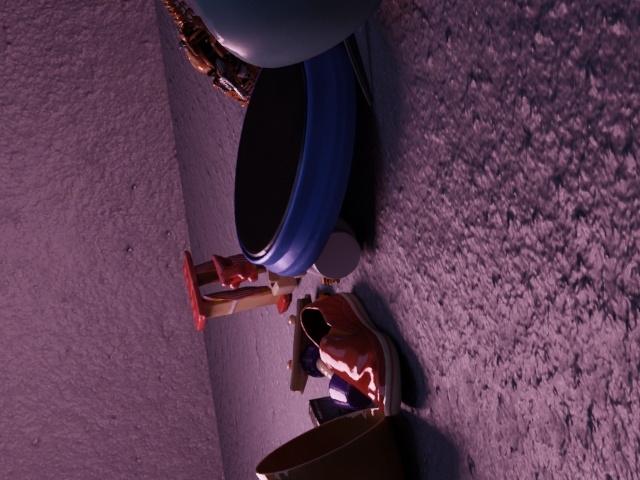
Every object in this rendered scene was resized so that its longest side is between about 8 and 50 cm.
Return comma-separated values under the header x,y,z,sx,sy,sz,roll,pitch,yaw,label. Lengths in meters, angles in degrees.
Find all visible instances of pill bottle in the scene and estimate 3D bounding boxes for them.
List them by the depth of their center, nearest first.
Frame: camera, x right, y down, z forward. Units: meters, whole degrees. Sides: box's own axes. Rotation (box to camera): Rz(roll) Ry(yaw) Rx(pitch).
x,y,z,sx,sy,sz,roll,pitch,yaw,label
0.000,0.000,2.109,0.180,0.108,0.107,-137,39,-67,pill bottle

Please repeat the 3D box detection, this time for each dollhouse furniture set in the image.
x,y,z,sx,sy,sz,roll,pitch,yaw,label
-0.158,0.048,2.572,0.374,0.201,0.152,116,141,-68,dollhouse furniture set

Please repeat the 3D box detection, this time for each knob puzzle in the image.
x,y,z,sx,sy,sz,roll,pitch,yaw,label
-0.040,0.197,2.420,0.213,0.030,0.213,3,-90,-81,knob puzzle

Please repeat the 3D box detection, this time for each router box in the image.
x,y,z,sx,sy,sz,roll,pitch,yaw,label
0.039,0.324,2.223,0.122,0.092,0.038,-117,21,-47,router box

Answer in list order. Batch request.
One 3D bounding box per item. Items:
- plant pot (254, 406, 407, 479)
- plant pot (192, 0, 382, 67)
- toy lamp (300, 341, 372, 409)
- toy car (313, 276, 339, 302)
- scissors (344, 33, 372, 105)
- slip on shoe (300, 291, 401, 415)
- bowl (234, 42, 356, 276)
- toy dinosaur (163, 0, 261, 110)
x,y,z,sx,sy,sz,roll,pitch,yaw,label
0.052,0.434,2.050,0.254,0.237,0.237,66,166,-4,plant pot
-0.008,-0.379,1.633,0.195,0.290,0.290,-2,100,42,plant pot
0.033,0.239,2.227,0.275,0.080,0.080,-147,49,-75,toy lamp
0.005,0.092,2.295,0.060,0.041,0.122,-116,20,-46,toy car
0.020,-0.334,1.823,0.021,0.109,0.297,0,103,40,scissors
0.053,0.186,2.059,0.331,0.101,0.123,-128,32,-59,slip on shoe
-0.052,-0.138,2.037,0.391,0.077,0.391,-172,90,-70,bowl
-0.193,-0.376,2.413,0.218,0.164,0.322,-104,-5,-54,toy dinosaur
